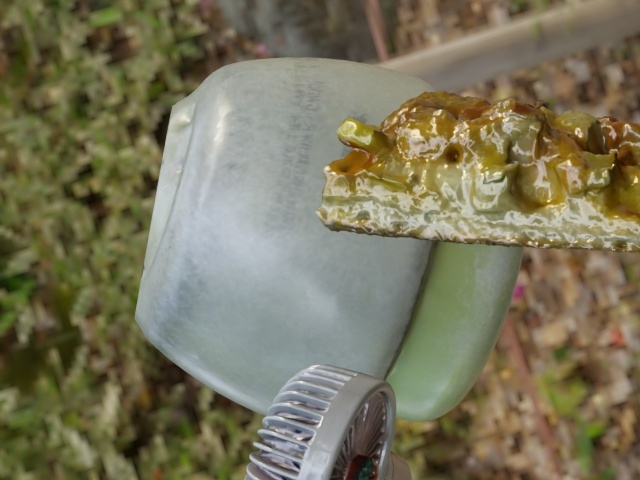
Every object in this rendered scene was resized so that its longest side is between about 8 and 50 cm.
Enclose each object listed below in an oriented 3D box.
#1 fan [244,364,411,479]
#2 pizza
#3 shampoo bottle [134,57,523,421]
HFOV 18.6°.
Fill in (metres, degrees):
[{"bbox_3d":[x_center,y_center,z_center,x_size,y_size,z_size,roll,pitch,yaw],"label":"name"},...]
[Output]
[{"bbox_3d":[0.018,0.159,1.329,0.244,0.074,0.130,39,-111,-70],"label":"fan"},{"bbox_3d":[0.155,-0.044,1.215,0.268,0.258,0.087,-15,-70,-73],"label":"pizza"},{"bbox_3d":[0.000,0.000,1.703,0.322,0.317,0.322,-163,90,-77],"label":"shampoo bottle"}]
